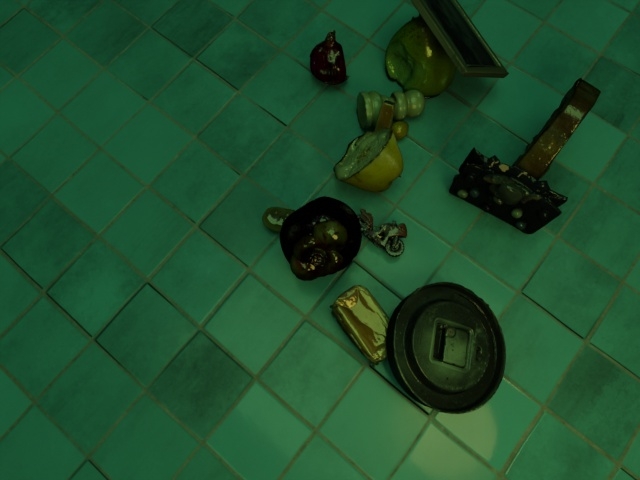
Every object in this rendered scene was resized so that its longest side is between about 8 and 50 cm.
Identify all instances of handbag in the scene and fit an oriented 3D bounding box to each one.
[{"bbox_3d":[0.593,-0.153,1.449,0.325,0.269,0.118,29,78,10],"label":"handbag"}]

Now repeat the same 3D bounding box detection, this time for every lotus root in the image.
[{"bbox_3d":[0.759,-0.344,1.460,0.111,0.375,0.391,37,89,16],"label":"lotus root"}]

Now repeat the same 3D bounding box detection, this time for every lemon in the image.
[{"bbox_3d":[0.285,-0.400,1.639,0.092,0.065,0.065,-43,77,-13],"label":"lemon"}]

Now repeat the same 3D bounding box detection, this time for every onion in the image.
[{"bbox_3d":[0.022,-0.678,1.664,0.135,0.198,0.173,-17,56,3],"label":"onion"}]

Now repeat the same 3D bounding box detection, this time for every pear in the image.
[{"bbox_3d":[0.183,-0.245,1.537,0.267,0.267,0.178,-48,114,-12],"label":"pear"},{"bbox_3d":[0.362,-0.674,1.628,0.159,0.292,0.292,-37,76,-19],"label":"pear"}]

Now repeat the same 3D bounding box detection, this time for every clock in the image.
[{"bbox_3d":[0.378,0.319,1.359,0.385,0.076,0.387,5,74,-16],"label":"clock"}]

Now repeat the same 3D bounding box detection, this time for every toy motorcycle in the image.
[{"bbox_3d":[0.205,-0.038,1.525,0.212,0.084,0.118,34,85,16],"label":"toy motorcycle"}]

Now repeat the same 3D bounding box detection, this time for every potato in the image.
[{"bbox_3d":[-0.130,-0.069,1.547,0.137,0.070,0.092,12,75,7],"label":"potato"}]

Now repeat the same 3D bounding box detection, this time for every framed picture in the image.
[{"bbox_3d":[0.451,-0.740,1.539,0.326,0.028,0.446,-20,76,-44],"label":"framed picture"}]

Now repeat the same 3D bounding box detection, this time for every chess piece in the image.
[{"bbox_3d":[0.263,-0.490,1.645,0.243,0.133,0.133,-10,73,-9],"label":"chess piece"}]

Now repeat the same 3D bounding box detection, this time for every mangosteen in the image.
[{"bbox_3d":[-0.001,-0.004,1.410,0.287,0.287,0.233,-26,86,-6],"label":"mangosteen"}]

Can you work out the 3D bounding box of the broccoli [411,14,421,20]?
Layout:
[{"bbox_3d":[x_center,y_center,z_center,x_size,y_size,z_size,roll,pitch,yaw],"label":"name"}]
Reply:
[{"bbox_3d":[0.434,-0.823,1.721,0.195,0.195,0.156,-17,116,-3],"label":"broccoli"}]

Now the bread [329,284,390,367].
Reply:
[{"bbox_3d":[0.143,0.266,1.421,0.136,0.107,0.241,-34,76,-11],"label":"bread"}]

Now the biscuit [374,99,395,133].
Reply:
[{"bbox_3d":[0.223,-0.398,1.583,0.052,0.188,0.056,20,38,12],"label":"biscuit"}]
